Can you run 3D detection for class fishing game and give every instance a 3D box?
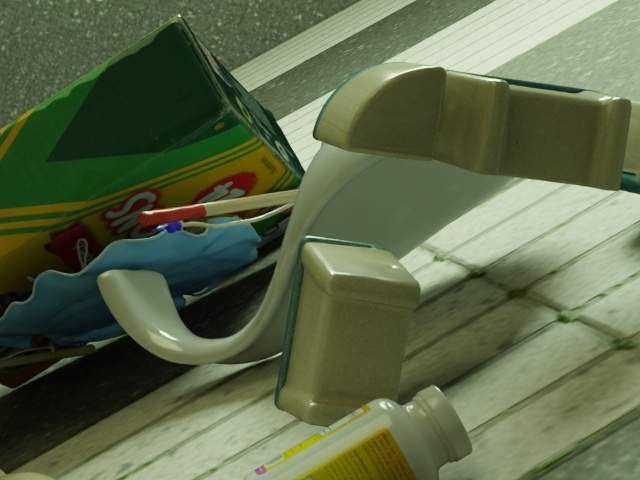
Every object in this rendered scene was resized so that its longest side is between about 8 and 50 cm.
[{"bbox_3d":[-0.125,0.022,1.003,0.189,0.041,0.264,-10,-18,-43],"label":"fishing game"}]

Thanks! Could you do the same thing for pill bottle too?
[{"bbox_3d":[0.015,0.089,0.600,0.083,0.043,0.043,-29,12,-8],"label":"pill bottle"}]

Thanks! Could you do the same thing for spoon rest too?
[{"bbox_3d":[0.000,0.000,0.854,0.276,0.084,0.137,-29,-19,32],"label":"spoon rest"}]

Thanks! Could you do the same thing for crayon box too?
[{"bbox_3d":[-0.177,-0.002,1.055,0.318,0.081,0.202,-32,-20,6],"label":"crayon box"}]

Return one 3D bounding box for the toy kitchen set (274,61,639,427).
[{"bbox_3d":[0.090,0.008,0.734,0.207,0.166,0.122,7,6,-13],"label":"toy kitchen set"}]

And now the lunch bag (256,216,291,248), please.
[{"bbox_3d":[-0.049,-0.023,1.183,0.071,0.053,0.083,-28,2,-11],"label":"lunch bag"}]

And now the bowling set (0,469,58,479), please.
[{"bbox_3d":[-0.274,0.090,0.760,0.287,0.199,0.154,-11,1,-32],"label":"bowling set"}]
